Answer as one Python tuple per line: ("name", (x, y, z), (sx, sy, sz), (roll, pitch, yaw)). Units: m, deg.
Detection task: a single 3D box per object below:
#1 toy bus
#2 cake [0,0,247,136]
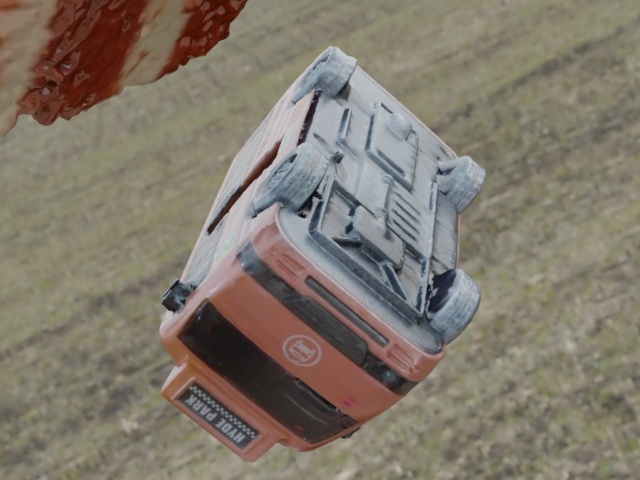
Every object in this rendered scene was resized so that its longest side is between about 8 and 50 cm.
("toy bus", (0.000, 0.000, 1.298), (0.233, 0.203, 0.427), (-45, 13, 25))
("cake", (-0.206, -0.251, 0.955), (0.319, 0.269, 0.270), (-30, -18, -41))
